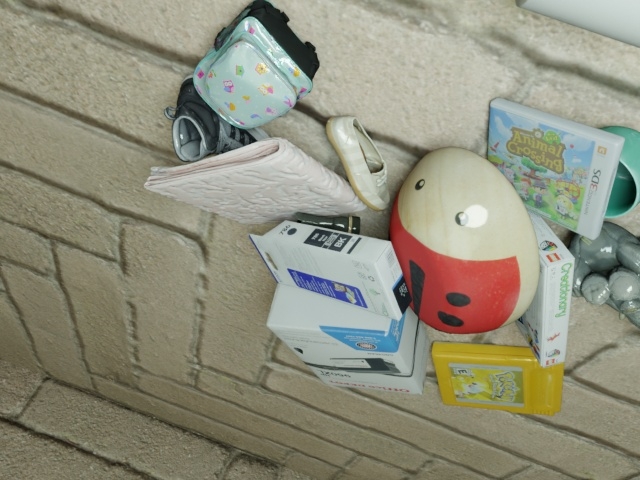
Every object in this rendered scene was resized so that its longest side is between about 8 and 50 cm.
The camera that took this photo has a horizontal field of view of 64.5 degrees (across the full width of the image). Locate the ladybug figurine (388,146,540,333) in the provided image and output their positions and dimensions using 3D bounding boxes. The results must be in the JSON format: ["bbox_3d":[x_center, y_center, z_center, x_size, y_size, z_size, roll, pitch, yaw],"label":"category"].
[{"bbox_3d":[0.240,0.035,0.940,0.305,0.162,0.449,44,161,38],"label":"ladybug figurine"}]

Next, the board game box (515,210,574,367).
[{"bbox_3d":[0.411,0.082,0.985,0.053,0.192,0.305,-17,132,3],"label":"board game box"}]

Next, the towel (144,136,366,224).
[{"bbox_3d":[-0.112,-0.101,0.994,0.317,0.053,0.332,-6,167,28],"label":"towel"}]

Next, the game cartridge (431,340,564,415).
[{"bbox_3d":[0.485,0.384,1.389,0.324,0.052,0.285,0,135,24],"label":"game cartridge"}]

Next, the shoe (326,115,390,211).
[{"bbox_3d":[0.086,-0.143,0.965,0.058,0.076,0.219,-9,129,37],"label":"shoe"}]

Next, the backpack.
[{"bbox_3d":[-0.117,-0.276,0.857,0.188,0.144,0.166,-21,130,41],"label":"backpack"}]

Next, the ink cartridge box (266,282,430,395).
[{"bbox_3d":[0.089,0.229,1.243,0.286,0.166,0.395,0,147,24],"label":"ink cartridge box"}]

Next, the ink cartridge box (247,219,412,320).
[{"bbox_3d":[0.012,0.049,1.020,0.333,0.065,0.165,12,142,38],"label":"ink cartridge box"}]

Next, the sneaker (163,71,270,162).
[{"bbox_3d":[-0.189,-0.180,0.978,0.101,0.153,0.268,-18,126,36],"label":"sneaker"}]

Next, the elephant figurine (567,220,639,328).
[{"bbox_3d":[0.560,0.070,0.955,0.240,0.185,0.169,22,-176,-41],"label":"elephant figurine"}]

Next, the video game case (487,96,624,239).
[{"bbox_3d":[0.368,-0.118,0.831,0.212,0.023,0.193,36,153,40],"label":"video game case"}]

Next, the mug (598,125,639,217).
[{"bbox_3d":[0.456,-0.126,0.804,0.157,0.097,0.129,56,159,-6],"label":"mug"}]

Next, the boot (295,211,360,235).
[{"bbox_3d":[0.000,0.000,1.128,0.137,0.076,0.197,8,143,-8],"label":"boot"}]

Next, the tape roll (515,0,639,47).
[{"bbox_3d":[0.336,-0.341,0.521,0.169,0.246,0.246,20,139,2],"label":"tape roll"}]
